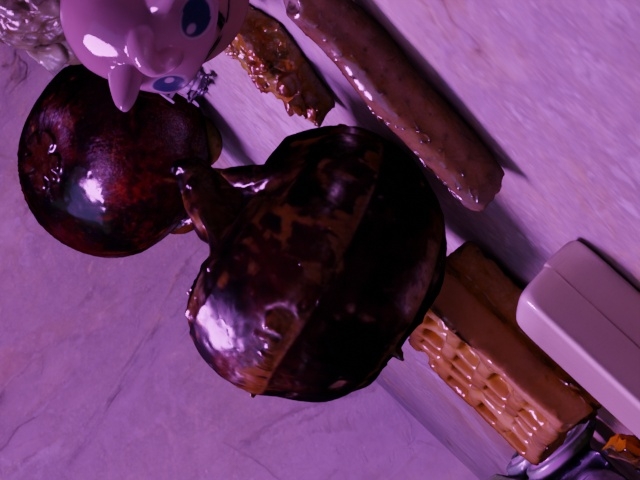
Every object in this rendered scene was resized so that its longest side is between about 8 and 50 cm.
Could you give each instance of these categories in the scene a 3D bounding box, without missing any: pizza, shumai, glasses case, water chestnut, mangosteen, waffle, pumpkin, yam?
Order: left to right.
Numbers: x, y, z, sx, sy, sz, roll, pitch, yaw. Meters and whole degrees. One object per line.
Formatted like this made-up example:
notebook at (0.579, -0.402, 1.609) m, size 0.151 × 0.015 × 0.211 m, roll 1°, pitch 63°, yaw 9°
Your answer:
shumai at (-0.360, -0.301, 2.170) m, size 0.256 × 0.189 × 0.218 m, roll 46°, pitch 174°, yaw 43°
mangosteen at (-0.282, -0.124, 2.463) m, size 0.297 × 0.293 × 0.297 m, roll 30°, pitch 134°, yaw 36°
pizza at (-0.060, -0.183, 1.681) m, size 0.175 × 0.046 × 0.134 m, roll 43°, pitch 173°, yaw 12°
water chestnut at (-0.026, 0.012, 1.645) m, size 0.300 × 0.300 × 0.300 m, roll 44°, pitch 173°, yaw 6°
yam at (0.056, -0.118, 1.352) m, size 0.241 × 0.057 × 0.057 m, roll 47°, pitch 173°, yaw -19°
waffle at (0.197, 0.123, 1.820) m, size 0.224 × 0.098 × 0.327 m, roll 42°, pitch 171°, yaw 11°
pumpkin at (0.345, 0.230, 1.843) m, size 0.073 × 0.035 × 0.101 m, roll 34°, pitch 171°, yaw -4°
glasses case at (0.293, 0.135, 1.396) m, size 0.313 × 0.070 × 0.131 m, roll 43°, pitch 174°, yaw 13°

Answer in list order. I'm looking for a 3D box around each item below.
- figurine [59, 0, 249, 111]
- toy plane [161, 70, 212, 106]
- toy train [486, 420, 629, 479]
figurine at (-0.148, -0.244, 1.556) m, size 0.186 × 0.176 × 0.287 m, roll 4°, pitch -150°, yaw -21°
toy plane at (-0.181, -0.210, 2.236) m, size 0.078 × 0.053 × 0.197 m, roll 36°, pitch 170°, yaw -4°
toy train at (0.267, 0.339, 2.052) m, size 0.173 × 0.249 × 0.307 m, roll 47°, pitch 174°, yaw 0°
